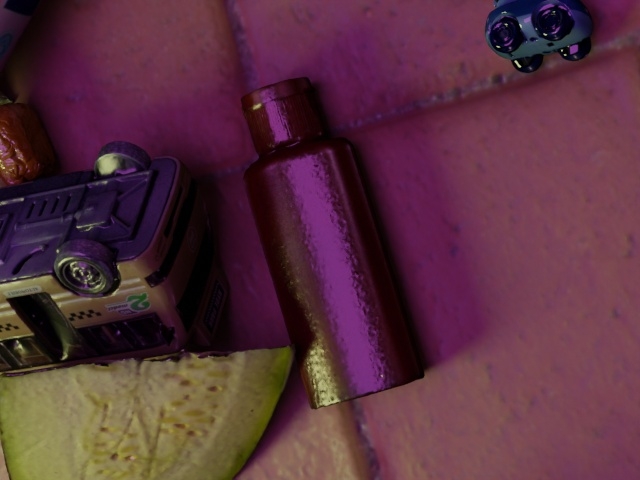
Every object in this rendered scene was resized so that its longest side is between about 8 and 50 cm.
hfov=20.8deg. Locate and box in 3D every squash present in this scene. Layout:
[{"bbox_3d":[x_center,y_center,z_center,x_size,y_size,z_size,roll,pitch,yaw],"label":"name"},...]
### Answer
[{"bbox_3d":[-0.144,0.175,1.441,0.237,0.204,0.155,-2,82,-9],"label":"squash"}]

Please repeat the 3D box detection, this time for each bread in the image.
[{"bbox_3d":[-0.264,-0.082,1.514,0.046,0.081,0.083,-25,128,7],"label":"bread"}]

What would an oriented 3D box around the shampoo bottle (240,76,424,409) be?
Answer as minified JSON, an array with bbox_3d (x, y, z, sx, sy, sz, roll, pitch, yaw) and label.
[{"bbox_3d":[0.000,0.000,1.409,0.102,0.064,0.260,-19,87,25],"label":"shampoo bottle"}]

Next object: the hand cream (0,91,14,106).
[{"bbox_3d":[-0.339,-0.155,1.567,0.061,0.039,0.143,-43,86,12],"label":"hand cream"}]

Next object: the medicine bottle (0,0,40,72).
[{"bbox_3d":[-0.326,-0.196,1.469,0.152,0.152,0.254,33,98,18],"label":"medicine bottle"}]

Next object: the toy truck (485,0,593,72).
[{"bbox_3d":[0.189,-0.178,1.315,0.136,0.063,0.074,-10,69,24],"label":"toy truck"}]

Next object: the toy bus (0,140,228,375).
[{"bbox_3d":[-0.225,0.031,1.459,0.289,0.139,0.157,-11,132,23],"label":"toy bus"}]
